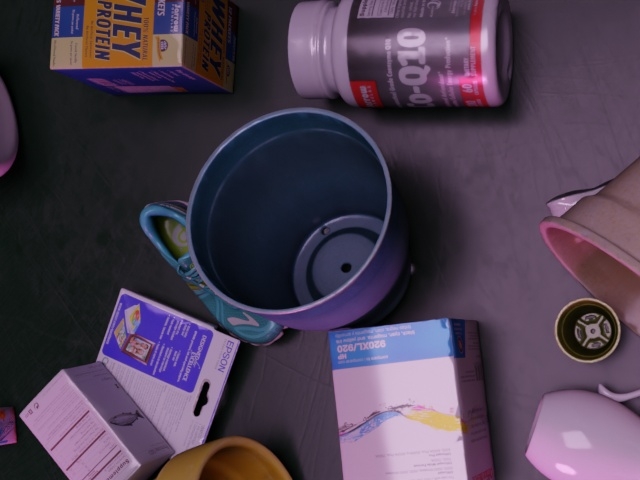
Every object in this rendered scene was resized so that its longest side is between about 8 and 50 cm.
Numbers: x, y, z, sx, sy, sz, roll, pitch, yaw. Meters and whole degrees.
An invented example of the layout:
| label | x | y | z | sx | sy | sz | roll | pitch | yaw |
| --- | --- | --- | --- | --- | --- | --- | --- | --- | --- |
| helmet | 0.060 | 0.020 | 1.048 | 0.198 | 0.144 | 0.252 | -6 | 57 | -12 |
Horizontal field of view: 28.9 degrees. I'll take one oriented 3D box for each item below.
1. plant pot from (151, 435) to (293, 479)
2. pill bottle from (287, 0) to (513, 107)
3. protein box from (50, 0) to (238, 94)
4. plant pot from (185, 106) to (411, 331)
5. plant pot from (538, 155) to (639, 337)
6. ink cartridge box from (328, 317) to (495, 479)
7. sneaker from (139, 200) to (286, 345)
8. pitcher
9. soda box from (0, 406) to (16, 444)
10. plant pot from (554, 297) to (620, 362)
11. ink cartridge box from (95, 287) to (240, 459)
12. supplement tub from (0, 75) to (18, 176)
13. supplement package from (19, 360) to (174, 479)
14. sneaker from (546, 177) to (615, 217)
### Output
| label | x | y | z | sx | sy | sz | roll | pitch | yaw |
| --- | --- | --- | --- | --- | --- | --- | --- | --- | --- |
| plant pot | -0.179 | 0.417 | 1.694 | 0.239 | 0.254 | 0.254 | -22 | 78 | 31 |
| pill bottle | 0.110 | -0.260 | 1.689 | 0.283 | 0.161 | 0.161 | 1 | 85 | 18 |
| protein box | -0.248 | -0.293 | 1.787 | 0.201 | 0.200 | 0.136 | 1 | 86 | 18 |
| plant pot | 0.000 | 0.000 | 1.637 | 0.272 | 0.255 | 0.271 | -7 | 69 | 19 |
| plant pot | 0.487 | -0.025 | 1.486 | 0.334 | 0.334 | 0.305 | 41 | 87 | 17 |
| ink cartridge box | 0.123 | 0.227 | 1.636 | 0.168 | 0.171 | 0.232 | -8 | 82 | 18 |
| sneaker | -0.160 | 0.048 | 1.776 | 0.275 | 0.110 | 0.107 | 43 | 100 | 16 |
| pitcher | 0.380 | 0.243 | 1.590 | 0.207 | 0.125 | 0.178 | 17 | 70 | 8 |
| soda box | -0.561 | 0.293 | 1.909 | 0.183 | 0.063 | 0.058 | -9 | 83 | 17 |
| plant pot | 0.351 | 0.118 | 1.620 | 0.083 | 0.079 | 0.083 | -2 | 84 | 18 |
| ink cartridge box | -0.231 | 0.201 | 1.816 | 0.208 | 0.045 | 0.206 | 22 | 96 | 19 |
| supplement tub | -0.654 | -0.160 | 1.888 | 0.325 | 0.235 | 0.235 | -17 | 80 | 16 |
| supplement package | -0.317 | 0.275 | 1.767 | 0.105 | 0.105 | 0.179 | -46 | 77 | 15 |
| sneaker | 0.380 | -0.047 | 1.646 | 0.152 | 0.054 | 0.061 | -17 | 94 | 19 |
